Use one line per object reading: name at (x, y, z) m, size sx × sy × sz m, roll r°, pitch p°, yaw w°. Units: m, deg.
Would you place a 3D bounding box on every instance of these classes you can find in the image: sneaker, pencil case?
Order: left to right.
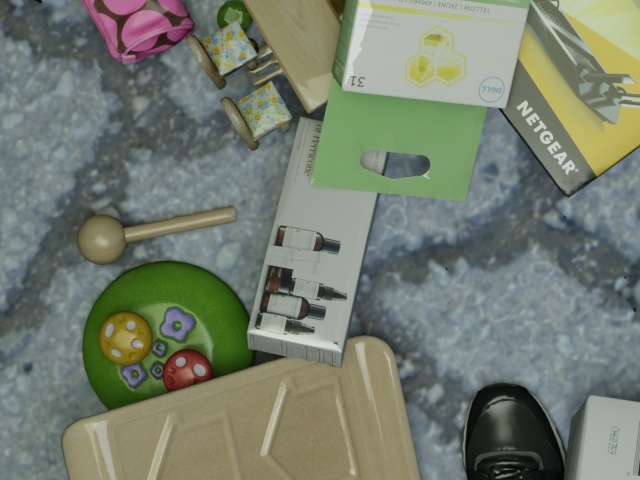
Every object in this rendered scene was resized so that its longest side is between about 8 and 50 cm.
pencil case at (-0.219, -0.280, 1.910) m, size 0.098 × 0.095 × 0.209 m, roll -33°, pitch 90°, yaw -21°
sneaker at (0.203, 0.287, 1.884) m, size 0.107 × 0.124 × 0.283 m, roll -5°, pitch 92°, yaw 5°

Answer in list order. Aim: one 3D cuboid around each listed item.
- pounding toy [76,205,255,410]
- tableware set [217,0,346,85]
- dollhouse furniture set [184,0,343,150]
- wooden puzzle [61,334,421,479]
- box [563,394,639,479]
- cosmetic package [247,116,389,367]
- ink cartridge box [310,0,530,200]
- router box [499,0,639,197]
pounding toy at (-0.165, 0.088, 1.913) m, size 0.183 × 0.110 × 0.236 m, roll -5°, pitch 93°, yaw 5°
tableware set at (-0.025, -0.233, 1.931) m, size 0.154 × 0.024 × 0.104 m, roll -27°, pitch 87°, yaw 7°
dollhouse furniture set at (-0.041, -0.249, 1.833) m, size 0.212 × 0.161 × 0.242 m, roll -30°, pitch 78°, yaw 1°
wooden puzzle at (-0.067, 0.287, 1.887) m, size 0.348 × 0.080 × 0.322 m, roll -15°, pitch 98°, yaw -19°
box at (0.328, 0.258, 1.814) m, size 0.181 × 0.119 × 0.181 m, roll 9°, pitch 75°, yaw 3°
cosmetic package at (0.000, 0.000, 1.875) m, size 0.099 × 0.060 × 0.239 m, roll 12°, pitch 70°, yaw 2°
ink cartridge box at (0.094, -0.145, 1.804) m, size 0.171 × 0.056 × 0.235 m, roll 6°, pitch 110°, yaw -15°
router box at (0.253, -0.235, 1.876) m, size 0.243 × 0.081 × 0.309 m, roll -37°, pitch 89°, yaw 5°
